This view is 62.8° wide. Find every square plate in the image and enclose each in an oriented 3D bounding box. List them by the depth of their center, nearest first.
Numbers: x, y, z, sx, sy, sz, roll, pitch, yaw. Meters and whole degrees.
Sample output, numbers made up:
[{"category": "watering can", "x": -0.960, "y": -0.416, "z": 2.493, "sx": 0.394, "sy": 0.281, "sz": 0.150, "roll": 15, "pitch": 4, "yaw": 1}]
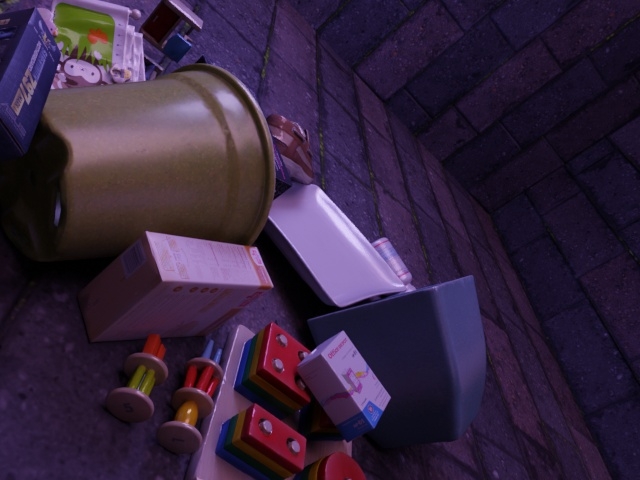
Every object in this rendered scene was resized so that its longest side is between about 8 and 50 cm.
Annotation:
[{"category": "square plate", "x": 0.000, "y": 0.000, "z": 1.103, "sx": 0.347, "sy": 0.049, "sz": 0.344, "roll": 50, "pitch": 22, "yaw": 20}]

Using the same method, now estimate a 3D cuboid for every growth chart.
[{"category": "growth chart", "x": -0.343, "y": -0.265, "z": 0.803, "sx": 0.172, "sy": 0.021, "sz": 0.237, "roll": -7, "pitch": 87, "yaw": -31}]

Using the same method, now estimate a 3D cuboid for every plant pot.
[{"category": "plant pot", "x": -0.241, "y": -0.085, "z": 0.649, "sx": 0.254, "sy": 0.276, "sz": 0.276, "roll": -17, "pitch": 71, "yaw": -51}, {"category": "plant pot", "x": 0.164, "y": 0.220, "z": 0.939, "sx": 0.247, "sy": 0.247, "sz": 0.252, "roll": -1, "pitch": 74, "yaw": -61}]

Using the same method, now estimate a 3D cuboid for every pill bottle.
[{"category": "pill bottle", "x": 0.170, "y": 0.079, "z": 1.299, "sx": 0.160, "sy": 0.087, "sz": 0.087, "roll": 58, "pitch": 25, "yaw": 11}]

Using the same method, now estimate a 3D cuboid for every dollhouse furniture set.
[{"category": "dollhouse furniture set", "x": -0.312, "y": -0.327, "z": 0.889, "sx": 0.129, "sy": 0.183, "sz": 0.129, "roll": 35, "pitch": 30, "yaw": -32}]

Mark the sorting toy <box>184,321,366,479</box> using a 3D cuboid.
[{"category": "sorting toy", "x": -0.027, "y": 0.261, "z": 0.717, "sx": 0.255, "sy": 0.089, "sz": 0.257, "roll": 42, "pitch": 26, "yaw": -21}]

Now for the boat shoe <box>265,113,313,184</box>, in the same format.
[{"category": "boat shoe", "x": -0.064, "y": -0.194, "z": 1.128, "sx": 0.123, "sy": 0.116, "sz": 0.324, "roll": 22, "pitch": 4, "yaw": 4}]

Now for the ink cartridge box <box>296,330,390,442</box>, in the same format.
[{"category": "ink cartridge box", "x": 0.034, "y": 0.200, "z": 0.733, "sx": 0.122, "sy": 0.052, "sz": 0.088, "roll": 53, "pitch": 25, "yaw": 4}]

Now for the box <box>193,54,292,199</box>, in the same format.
[{"category": "box", "x": -0.181, "y": -0.165, "z": 0.927, "sx": 0.142, "sy": 0.163, "sz": 0.247, "roll": 23, "pitch": 38, "yaw": -53}]

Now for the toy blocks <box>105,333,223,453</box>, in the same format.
[{"category": "toy blocks", "x": -0.176, "y": 0.161, "z": 0.635, "sx": 0.123, "sy": 0.054, "sz": 0.148, "roll": 43, "pitch": 26, "yaw": -20}]

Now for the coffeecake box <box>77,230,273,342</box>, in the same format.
[{"category": "coffeecake box", "x": -0.176, "y": 0.063, "z": 0.659, "sx": 0.185, "sy": 0.142, "sz": 0.068, "roll": 11, "pitch": 47, "yaw": -56}]

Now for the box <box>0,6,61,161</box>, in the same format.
[{"category": "box", "x": -0.376, "y": -0.129, "z": 0.480, "sx": 0.059, "sy": 0.232, "sz": 0.183, "roll": 80, "pitch": -3, "yaw": -48}]
